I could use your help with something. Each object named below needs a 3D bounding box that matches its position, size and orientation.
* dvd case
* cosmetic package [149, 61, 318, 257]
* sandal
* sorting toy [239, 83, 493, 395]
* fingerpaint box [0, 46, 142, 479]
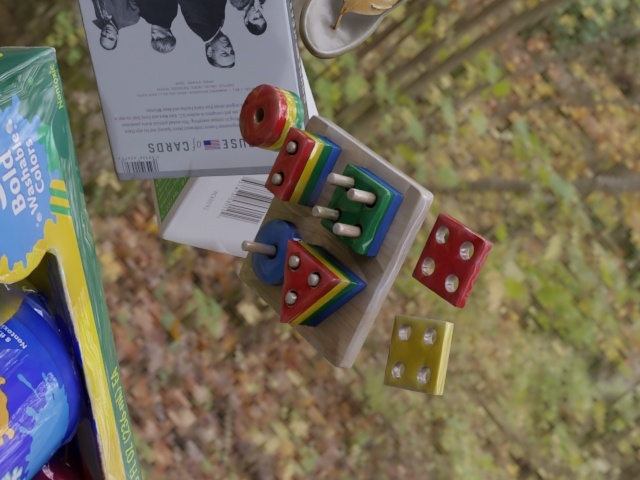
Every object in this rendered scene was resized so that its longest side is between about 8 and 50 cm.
[{"bbox_3d":[-0.107,-0.163,1.209,0.029,0.179,0.238,-71,157,-58],"label":"dvd case"},{"bbox_3d":[-0.126,-0.176,1.859,0.155,0.197,0.365,13,39,-29],"label":"cosmetic package"},{"bbox_3d":[0.055,-0.247,1.417,0.072,0.180,0.049,57,-6,2],"label":"sandal"},{"bbox_3d":[0.000,0.000,0.965,0.046,0.132,0.274,13,19,-42],"label":"sorting toy"},{"bbox_3d":[-0.269,0.149,0.867,0.371,0.163,0.445,-49,137,-57],"label":"fingerpaint box"}]
